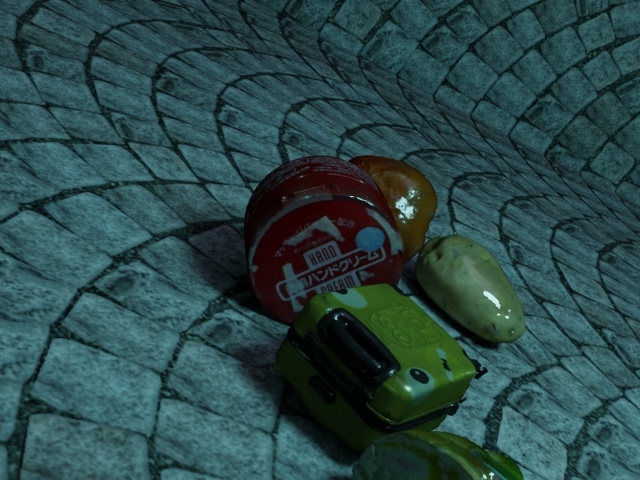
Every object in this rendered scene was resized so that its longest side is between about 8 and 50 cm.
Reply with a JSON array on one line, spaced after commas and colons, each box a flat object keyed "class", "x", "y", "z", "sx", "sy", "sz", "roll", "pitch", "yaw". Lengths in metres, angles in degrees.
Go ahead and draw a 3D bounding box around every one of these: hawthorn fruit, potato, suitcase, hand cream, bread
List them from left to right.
[{"class": "hand cream", "x": 0.000, "y": 0.000, "z": 1.243, "sx": 0.230, "sy": 0.230, "sz": 0.149, "roll": 20, "pitch": 25, "yaw": -21}, {"class": "hawthorn fruit", "x": 0.069, "y": -0.058, "z": 1.488, "sx": 0.243, "sy": 0.207, "sz": 0.207, "roll": 22, "pitch": 24, "yaw": -6}, {"class": "suitcase", "x": 0.071, "y": 0.162, "z": 1.097, "sx": 0.194, "sy": 0.143, "sz": 0.235, "roll": 44, "pitch": 27, "yaw": 27}, {"class": "potato", "x": 0.258, "y": 0.074, "z": 1.502, "sx": 0.161, "sy": 0.128, "sz": 0.234, "roll": 11, "pitch": 35, "yaw": -27}, {"class": "bread", "x": 0.165, "y": 0.289, "z": 0.943, "sx": 0.261, "sy": 0.158, "sz": 0.156, "roll": 33, "pitch": 21, "yaw": 3}]
